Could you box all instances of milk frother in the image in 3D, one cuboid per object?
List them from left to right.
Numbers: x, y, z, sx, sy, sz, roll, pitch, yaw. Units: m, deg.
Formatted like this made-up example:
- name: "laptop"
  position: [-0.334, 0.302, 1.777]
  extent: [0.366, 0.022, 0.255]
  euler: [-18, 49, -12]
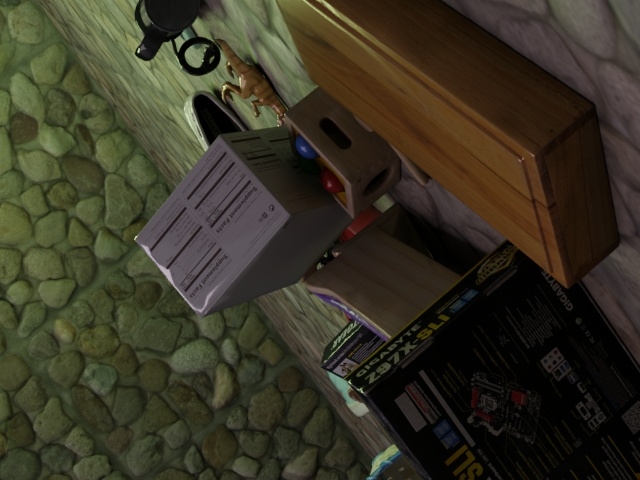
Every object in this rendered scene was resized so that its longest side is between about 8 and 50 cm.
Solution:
- name: "milk frother"
  position: [-0.210, -0.325, 1.914]
  extent: [0.143, 0.129, 0.135]
  euler: [9, -179, -14]

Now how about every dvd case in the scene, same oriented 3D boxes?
- name: "dvd case"
  position: [-0.247, -0.372, 2.093]
  extent: [0.119, 0.013, 0.087]
  euler: [39, 165, 47]

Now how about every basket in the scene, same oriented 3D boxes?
- name: "basket"
  position: [0.223, 0.494, 2.511]
  extent: [0.201, 0.255, 0.289]
  euler: [54, -171, -9]

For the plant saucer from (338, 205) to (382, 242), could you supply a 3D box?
- name: "plant saucer"
  position: [0.102, 0.040, 1.939]
  extent: [0.259, 0.048, 0.258]
  euler: [42, 167, 38]

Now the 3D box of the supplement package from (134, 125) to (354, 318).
- name: "supplement package"
  position: [-0.081, -0.034, 1.699]
  extent: [0.145, 0.204, 0.262]
  euler: [48, -153, 14]

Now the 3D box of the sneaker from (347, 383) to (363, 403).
- name: "sneaker"
  position: [0.163, 0.234, 2.252]
  extent: [0.282, 0.099, 0.153]
  euler: [23, -127, -36]

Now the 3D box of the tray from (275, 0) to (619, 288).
- name: "tray"
  position: [0.101, -0.142, 1.190]
  extent: [0.411, 0.076, 0.203]
  euler: [44, 168, 38]

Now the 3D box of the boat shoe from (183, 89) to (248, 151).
- name: "boat shoe"
  position: [-0.152, -0.157, 2.251]
  extent: [0.267, 0.096, 0.088]
  euler: [60, 174, -4]

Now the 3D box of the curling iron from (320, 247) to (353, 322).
- name: "curling iron"
  position: [0.064, 0.135, 2.086]
  extent: [0.068, 0.035, 0.274]
  euler: [22, 139, 62]

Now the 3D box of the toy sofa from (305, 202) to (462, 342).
- name: "toy sofa"
  position: [0.143, 0.099, 1.590]
  extent: [0.150, 0.177, 0.362]
  euler: [56, 168, -28]

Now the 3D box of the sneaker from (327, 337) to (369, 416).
- name: "sneaker"
  position: [0.072, 0.282, 2.721]
  extent: [0.150, 0.135, 0.366]
  euler: [49, 170, -6]

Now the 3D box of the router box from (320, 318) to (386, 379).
- name: "router box"
  position: [0.100, 0.165, 1.908]
  extent: [0.133, 0.046, 0.179]
  euler: [28, 135, -13]

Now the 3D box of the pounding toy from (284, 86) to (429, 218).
- name: "pounding toy"
  position: [0.040, -0.106, 1.533]
  extent: [0.181, 0.094, 0.206]
  euler: [48, 170, 16]

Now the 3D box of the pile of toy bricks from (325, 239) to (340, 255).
- name: "pile of toy bricks"
  position: [0.000, 0.000, 2.167]
  extent: [0.212, 0.118, 0.105]
  euler: [35, -160, 19]

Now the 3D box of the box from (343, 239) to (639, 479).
- name: "box"
  position: [0.220, 0.192, 1.342]
  extent: [0.322, 0.257, 0.079]
  euler: [53, 171, -15]

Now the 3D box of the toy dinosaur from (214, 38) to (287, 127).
- name: "toy dinosaur"
  position: [-0.110, -0.245, 1.854]
  extent: [0.112, 0.064, 0.211]
  euler: [9, 150, 49]

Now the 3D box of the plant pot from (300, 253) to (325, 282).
- name: "plant pot"
  position: [-0.047, -0.059, 2.022]
  extent: [0.237, 0.110, 0.237]
  euler: [56, 173, 11]
